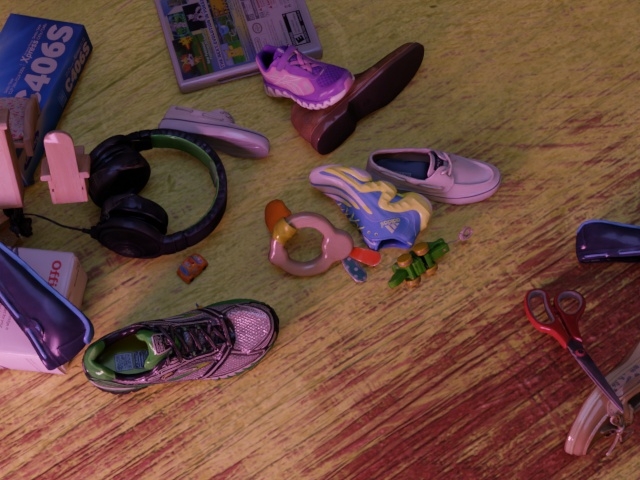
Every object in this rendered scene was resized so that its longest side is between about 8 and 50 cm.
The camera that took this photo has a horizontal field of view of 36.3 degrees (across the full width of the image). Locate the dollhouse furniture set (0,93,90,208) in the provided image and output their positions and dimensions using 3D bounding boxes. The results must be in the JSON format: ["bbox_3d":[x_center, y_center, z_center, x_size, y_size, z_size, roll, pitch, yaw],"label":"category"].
[{"bbox_3d":[-0.552,-0.234,1.690,0.303,0.174,0.356,-4,44,-7],"label":"dollhouse furniture set"}]

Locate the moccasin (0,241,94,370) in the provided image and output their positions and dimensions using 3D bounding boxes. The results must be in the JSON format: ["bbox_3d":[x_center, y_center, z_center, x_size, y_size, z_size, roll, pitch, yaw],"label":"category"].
[{"bbox_3d":[-0.527,0.077,1.593,0.342,0.138,0.117,37,75,16],"label":"moccasin"}]

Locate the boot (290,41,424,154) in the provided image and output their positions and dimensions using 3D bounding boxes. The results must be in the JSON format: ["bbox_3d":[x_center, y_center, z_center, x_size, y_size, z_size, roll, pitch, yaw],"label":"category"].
[{"bbox_3d":[0.071,-0.304,1.903,0.305,0.112,0.115,-40,60,-13],"label":"boot"}]

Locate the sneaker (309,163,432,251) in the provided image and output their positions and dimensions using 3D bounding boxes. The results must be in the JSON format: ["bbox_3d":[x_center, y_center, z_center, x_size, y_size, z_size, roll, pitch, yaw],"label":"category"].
[{"bbox_3d":[0.081,-0.054,1.792,0.240,0.091,0.126,17,68,8],"label":"sneaker"}]

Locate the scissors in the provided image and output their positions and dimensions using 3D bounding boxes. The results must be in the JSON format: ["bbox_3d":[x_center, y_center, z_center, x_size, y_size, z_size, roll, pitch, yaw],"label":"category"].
[{"bbox_3d":[0.422,0.183,1.650,0.109,0.021,0.297,-5,41,0],"label":"scissors"}]

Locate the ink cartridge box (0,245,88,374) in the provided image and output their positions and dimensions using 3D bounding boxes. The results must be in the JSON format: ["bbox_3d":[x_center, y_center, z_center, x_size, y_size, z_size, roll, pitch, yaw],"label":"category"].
[{"bbox_3d":[-0.568,0.117,1.712,0.272,0.115,0.198,6,66,4],"label":"ink cartridge box"}]

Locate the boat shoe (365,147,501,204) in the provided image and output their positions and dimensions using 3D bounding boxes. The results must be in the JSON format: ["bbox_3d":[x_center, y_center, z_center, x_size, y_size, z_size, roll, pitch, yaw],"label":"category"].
[{"bbox_3d":[0.213,-0.126,1.824,0.258,0.084,0.095,0,65,1],"label":"boat shoe"}]

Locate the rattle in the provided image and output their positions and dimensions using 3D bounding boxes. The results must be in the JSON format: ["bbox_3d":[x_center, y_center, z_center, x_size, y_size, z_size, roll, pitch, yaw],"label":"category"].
[{"bbox_3d":[0.000,0.000,1.802,0.199,0.143,0.130,5,98,-13],"label":"rattle"}]

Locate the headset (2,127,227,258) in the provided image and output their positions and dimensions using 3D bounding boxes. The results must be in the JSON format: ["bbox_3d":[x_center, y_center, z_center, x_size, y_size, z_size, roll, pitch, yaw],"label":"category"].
[{"bbox_3d":[-0.363,-0.084,1.761,0.394,0.185,0.243,-18,66,-11],"label":"headset"}]

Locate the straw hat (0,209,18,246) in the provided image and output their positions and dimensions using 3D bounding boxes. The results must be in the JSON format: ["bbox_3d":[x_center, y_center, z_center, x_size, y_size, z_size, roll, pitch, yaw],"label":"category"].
[{"bbox_3d":[-0.592,-0.007,1.795,0.144,0.144,0.061,-36,112,-14],"label":"straw hat"}]

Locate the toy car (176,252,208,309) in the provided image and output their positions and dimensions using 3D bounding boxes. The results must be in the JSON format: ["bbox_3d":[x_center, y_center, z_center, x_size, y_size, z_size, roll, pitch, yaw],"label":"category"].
[{"bbox_3d":[-0.217,0.076,1.765,0.060,0.040,0.122,-27,68,-11],"label":"toy car"}]

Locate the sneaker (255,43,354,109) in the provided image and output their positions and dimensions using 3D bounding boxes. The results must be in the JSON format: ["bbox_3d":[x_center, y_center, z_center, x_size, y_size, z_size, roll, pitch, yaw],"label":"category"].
[{"bbox_3d":[-0.040,-0.322,1.856,0.236,0.104,0.095,19,59,43],"label":"sneaker"}]

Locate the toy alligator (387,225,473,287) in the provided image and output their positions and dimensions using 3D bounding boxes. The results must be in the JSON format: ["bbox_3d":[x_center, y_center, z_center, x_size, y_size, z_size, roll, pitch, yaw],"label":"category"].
[{"bbox_3d":[0.191,0.025,1.778,0.189,0.056,0.051,-34,29,-13],"label":"toy alligator"}]

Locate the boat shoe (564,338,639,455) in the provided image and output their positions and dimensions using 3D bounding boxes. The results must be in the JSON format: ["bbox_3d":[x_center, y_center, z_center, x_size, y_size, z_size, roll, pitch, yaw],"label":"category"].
[{"bbox_3d":[0.516,0.260,1.629,0.089,0.105,0.285,37,70,27],"label":"boat shoe"}]

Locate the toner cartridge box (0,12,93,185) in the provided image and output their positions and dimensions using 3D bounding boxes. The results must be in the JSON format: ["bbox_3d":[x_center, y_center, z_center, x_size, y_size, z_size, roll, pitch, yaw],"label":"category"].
[{"bbox_3d":[-0.586,-0.280,1.896,0.165,0.075,0.348,10,61,11],"label":"toner cartridge box"}]

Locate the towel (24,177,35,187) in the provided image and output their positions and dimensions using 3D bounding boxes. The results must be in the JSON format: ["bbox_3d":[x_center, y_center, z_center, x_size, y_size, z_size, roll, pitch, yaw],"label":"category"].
[{"bbox_3d":[-0.611,-0.109,1.862,0.119,0.029,0.067,-33,66,-13],"label":"towel"}]

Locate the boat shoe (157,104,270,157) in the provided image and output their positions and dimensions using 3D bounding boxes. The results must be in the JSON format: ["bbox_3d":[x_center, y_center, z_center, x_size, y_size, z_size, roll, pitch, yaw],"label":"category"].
[{"bbox_3d":[-0.200,-0.220,1.875,0.226,0.083,0.076,12,68,7],"label":"boat shoe"}]

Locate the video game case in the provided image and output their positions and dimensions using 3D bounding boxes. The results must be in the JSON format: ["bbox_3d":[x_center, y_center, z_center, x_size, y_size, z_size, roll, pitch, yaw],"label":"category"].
[{"bbox_3d":[-0.184,-0.480,2.020,0.299,0.036,0.329,-16,67,-6],"label":"video game case"}]

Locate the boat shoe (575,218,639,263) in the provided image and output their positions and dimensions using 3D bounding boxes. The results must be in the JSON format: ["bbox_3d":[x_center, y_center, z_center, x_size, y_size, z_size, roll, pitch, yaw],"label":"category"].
[{"bbox_3d":[0.590,0.029,1.753,0.258,0.109,0.089,7,72,22],"label":"boat shoe"}]

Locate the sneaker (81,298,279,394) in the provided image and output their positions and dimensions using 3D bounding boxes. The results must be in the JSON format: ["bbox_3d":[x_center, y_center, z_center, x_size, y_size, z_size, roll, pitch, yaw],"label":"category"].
[{"bbox_3d":[-0.234,0.186,1.649,0.343,0.146,0.134,-17,82,-6],"label":"sneaker"}]
